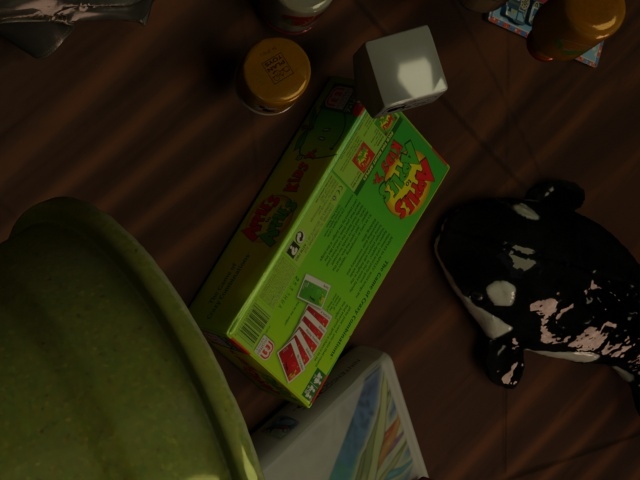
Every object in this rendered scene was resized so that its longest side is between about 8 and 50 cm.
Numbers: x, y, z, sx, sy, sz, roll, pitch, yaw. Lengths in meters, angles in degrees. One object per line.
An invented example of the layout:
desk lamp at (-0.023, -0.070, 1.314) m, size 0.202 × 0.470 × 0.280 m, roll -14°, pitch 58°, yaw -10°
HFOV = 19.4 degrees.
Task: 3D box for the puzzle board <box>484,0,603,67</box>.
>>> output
puzzle board at (0.166, -0.181, 1.286) m, size 0.128 × 0.011 × 0.096 m, roll 15°, pitch 90°, yaw -46°

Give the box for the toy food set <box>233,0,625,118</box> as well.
toy food set at (0.051, -0.132, 1.114) m, size 0.232 × 0.104 × 0.111 m, roll -17°, pitch 85°, yaw -12°

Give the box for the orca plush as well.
orca plush at (0.197, 0.059, 1.315) m, size 0.151 × 0.102 × 0.287 m, roll -55°, pitch 133°, yaw -19°

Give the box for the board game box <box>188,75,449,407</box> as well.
board game box at (0.000, 0.000, 1.146) m, size 0.092 × 0.043 × 0.181 m, roll 45°, pitch 69°, yaw -42°

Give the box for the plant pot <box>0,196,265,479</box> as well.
plant pot at (-0.192, 0.148, 0.868) m, size 0.254 × 0.276 × 0.276 m, roll -20°, pitch 115°, yaw -27°

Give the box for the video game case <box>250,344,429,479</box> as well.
video game case at (-0.019, 0.281, 1.208) m, size 0.300 × 0.036 × 0.329 m, roll -39°, pitch 125°, yaw -31°

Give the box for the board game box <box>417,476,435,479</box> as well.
board game box at (-0.007, 0.282, 1.176) m, size 0.281 × 0.027 × 0.145 m, roll -33°, pitch 121°, yaw -35°

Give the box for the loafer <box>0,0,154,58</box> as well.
loafer at (-0.146, -0.122, 0.958) m, size 0.170 × 0.062 × 0.061 m, roll -22°, pitch 120°, yaw -38°
